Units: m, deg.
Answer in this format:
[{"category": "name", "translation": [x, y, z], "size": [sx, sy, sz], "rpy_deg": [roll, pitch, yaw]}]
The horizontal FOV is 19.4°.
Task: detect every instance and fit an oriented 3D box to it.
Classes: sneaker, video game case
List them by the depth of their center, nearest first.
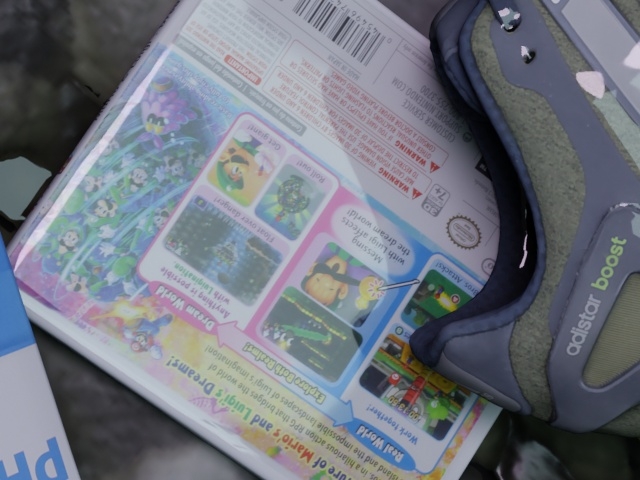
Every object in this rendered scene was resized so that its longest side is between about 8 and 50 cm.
[{"category": "sneaker", "translation": [0.096, -0.080, 0.542], "size": [0.121, 0.111, 0.299], "rpy_deg": [6, 90, -4]}, {"category": "video game case", "translation": [0.000, 0.000, 0.581], "size": [0.157, 0.019, 0.143], "rpy_deg": [36, 79, -14]}]

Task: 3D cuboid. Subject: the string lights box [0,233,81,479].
[{"category": "string lights box", "translation": [-0.164, -0.038, 0.464], "size": [0.077, 0.133, 0.259], "rpy_deg": [-22, 96, -48]}]
